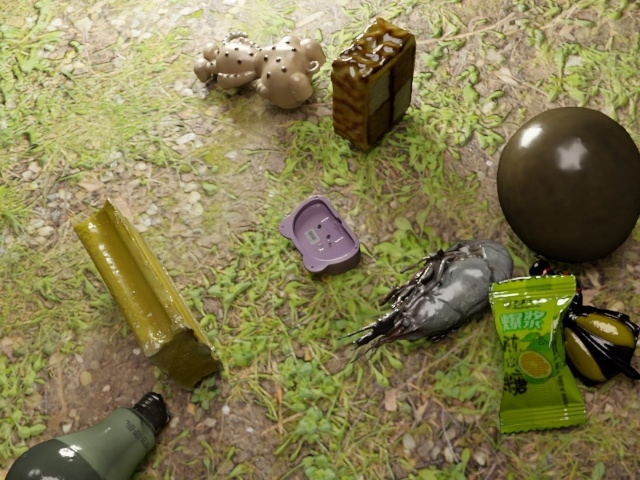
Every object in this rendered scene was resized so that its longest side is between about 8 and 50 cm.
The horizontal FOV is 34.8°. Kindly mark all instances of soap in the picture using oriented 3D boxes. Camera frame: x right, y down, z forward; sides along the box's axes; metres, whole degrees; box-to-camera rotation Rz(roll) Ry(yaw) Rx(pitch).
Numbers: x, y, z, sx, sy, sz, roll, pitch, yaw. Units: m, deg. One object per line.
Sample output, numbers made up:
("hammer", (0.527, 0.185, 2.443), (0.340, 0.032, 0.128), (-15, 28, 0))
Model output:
("soap", (-0.297, 0.095, 1.763), (0.091, 0.199, 0.315), (-35, 60, -5))

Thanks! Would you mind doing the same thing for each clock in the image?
("clock", (0.000, 0.000, 1.842), (0.110, 0.050, 0.153), (-32, 59, -8))

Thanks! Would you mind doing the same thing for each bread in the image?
("bread", (0.101, -0.288, 1.895), (0.096, 0.222, 0.181), (34, 62, 23))

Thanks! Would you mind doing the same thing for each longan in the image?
("longan", (0.415, -0.095, 1.712), (0.258, 0.258, 0.258), (-5, 59, 8))

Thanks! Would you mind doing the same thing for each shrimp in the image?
("shrimp", (0.173, 0.097, 1.713), (0.343, 0.116, 0.145), (-31, 58, -15))

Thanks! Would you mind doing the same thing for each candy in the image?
("candy", (0.342, 0.179, 1.615), (0.149, 0.069, 0.247), (-8, 86, 28))

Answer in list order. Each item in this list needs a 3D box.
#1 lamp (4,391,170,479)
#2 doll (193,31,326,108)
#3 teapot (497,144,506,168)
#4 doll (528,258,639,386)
("lamp", (-0.357, 0.382, 1.645), (0.313, 0.182, 0.182), (-23, 54, -32))
("doll", (-0.121, -0.352, 2.048), (0.278, 0.119, 0.154), (18, 64, 31))
("teapot", (0.354, -0.144, 1.856), (0.057, 0.066, 0.088), (9, 37, -6))
("doll", (0.416, 0.142, 1.656), (0.088, 0.127, 0.249), (-18, 56, -38))
